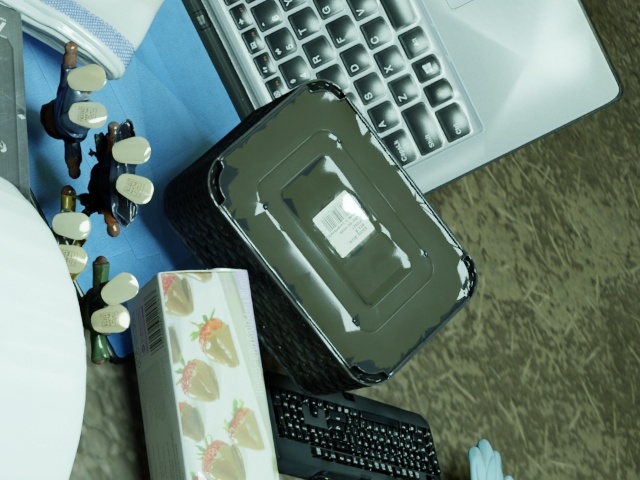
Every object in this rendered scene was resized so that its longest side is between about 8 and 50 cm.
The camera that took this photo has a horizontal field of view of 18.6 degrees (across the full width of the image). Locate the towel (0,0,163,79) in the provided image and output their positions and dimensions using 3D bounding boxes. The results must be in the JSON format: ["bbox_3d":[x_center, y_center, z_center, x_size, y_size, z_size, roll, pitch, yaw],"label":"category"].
[{"bbox_3d":[-0.158,-0.268,1.273,0.209,0.034,0.285,32,68,-19],"label":"towel"}]

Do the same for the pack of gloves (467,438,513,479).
[{"bbox_3d":[0.134,0.280,1.459,0.195,0.046,0.232,54,32,-43],"label":"pack of gloves"}]

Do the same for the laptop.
[{"bbox_3d":[-0.034,-0.183,1.347,0.382,0.407,0.236,64,1,-3],"label":"laptop"}]

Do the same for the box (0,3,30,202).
[{"bbox_3d":[-0.271,-0.079,1.104,0.231,0.056,0.183,19,55,-43],"label":"box"}]

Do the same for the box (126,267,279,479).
[{"bbox_3d":[-0.061,0.178,1.195,0.063,0.067,0.324,-2,71,-25],"label":"box"}]

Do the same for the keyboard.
[{"bbox_3d":[0.034,0.151,1.397,0.192,0.038,0.100,18,56,-46],"label":"keyboard"}]

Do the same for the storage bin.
[{"bbox_3d":[0.000,0.000,1.274,0.122,0.084,0.180,-42,101,-26],"label":"storage bin"}]

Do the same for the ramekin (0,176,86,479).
[{"bbox_3d":[-0.239,0.066,0.882,0.135,0.277,0.277,20,54,-55],"label":"ramekin"}]

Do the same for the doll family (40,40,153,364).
[{"bbox_3d":[-0.145,-0.024,1.195,0.076,0.111,0.193,12,84,-10],"label":"doll family"}]
